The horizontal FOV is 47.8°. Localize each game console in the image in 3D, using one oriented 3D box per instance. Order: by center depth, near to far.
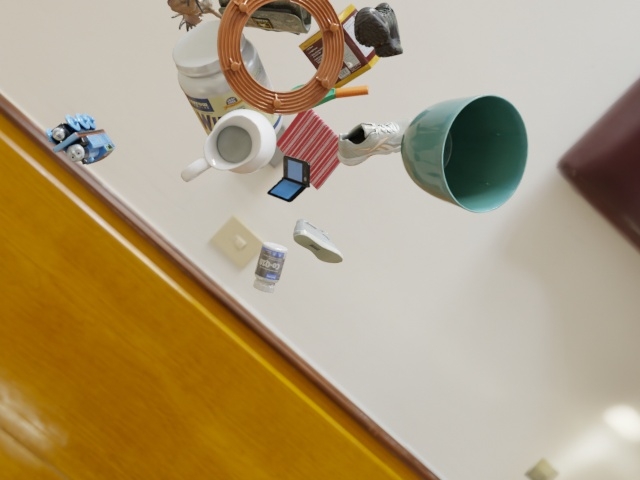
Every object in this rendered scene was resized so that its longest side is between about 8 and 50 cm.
[{"bbox_3d":[-0.090,-0.173,2.008,0.071,0.107,0.122,-13,23,-36],"label":"game console"}]

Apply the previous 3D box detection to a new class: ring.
[{"bbox_3d":[-0.089,-0.478,1.782,0.336,0.336,0.032,-48,26,-6],"label":"ring"}]

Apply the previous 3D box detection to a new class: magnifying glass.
[{"bbox_3d":[0.018,-0.400,1.975,0.231,0.026,0.092,-3,53,12],"label":"magnifying glass"}]

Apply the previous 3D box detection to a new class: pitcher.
[{"bbox_3d":[-0.175,-0.174,1.385,0.178,0.125,0.207,-30,7,9],"label":"pitcher"}]

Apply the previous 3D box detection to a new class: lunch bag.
[{"bbox_3d":[-0.147,-0.672,1.908,0.287,0.235,0.169,86,-161,-49],"label":"lunch bag"}]

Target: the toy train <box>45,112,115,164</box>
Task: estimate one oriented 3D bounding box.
[{"bbox_3d":[-0.521,-0.218,1.576,0.080,0.105,0.184,-34,8,9],"label":"toy train"}]

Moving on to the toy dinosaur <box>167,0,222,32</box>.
[{"bbox_3d":[-0.418,-0.750,2.290,0.200,0.127,0.296,-5,-5,25],"label":"toy dinosaur"}]

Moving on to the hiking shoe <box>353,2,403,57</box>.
[{"bbox_3d":[0.135,-0.529,1.757,0.086,0.114,0.227,-8,-10,21],"label":"hiking shoe"}]

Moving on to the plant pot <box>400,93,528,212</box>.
[{"bbox_3d":[0.348,-0.234,1.871,0.293,0.293,0.235,-50,32,-13],"label":"plant pot"}]

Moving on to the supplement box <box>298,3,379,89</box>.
[{"bbox_3d":[0.072,-0.635,2.392,0.191,0.194,0.129,-22,24,46],"label":"supplement box"}]

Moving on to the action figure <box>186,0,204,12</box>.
[{"bbox_3d":[-0.279,-0.674,1.662,0.141,0.164,0.275,-6,-58,-55],"label":"action figure"}]

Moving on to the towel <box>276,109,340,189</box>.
[{"bbox_3d":[-0.031,-0.341,2.621,0.199,0.275,0.031,-51,-28,21],"label":"towel"}]

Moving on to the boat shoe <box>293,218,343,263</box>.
[{"bbox_3d":[-0.001,0.000,2.337,0.079,0.227,0.081,-17,54,35],"label":"boat shoe"}]

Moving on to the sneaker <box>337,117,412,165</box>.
[{"bbox_3d":[0.173,-0.321,2.216,0.262,0.099,0.121,-24,-30,-5],"label":"sneaker"}]

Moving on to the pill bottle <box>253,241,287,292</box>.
[{"bbox_3d":[-0.151,0.080,2.139,0.078,0.078,0.137,-106,31,-80],"label":"pill bottle"}]

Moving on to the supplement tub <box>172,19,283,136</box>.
[{"bbox_3d":[-0.260,-0.430,2.047,0.235,0.325,0.235,-11,50,13],"label":"supplement tub"}]
